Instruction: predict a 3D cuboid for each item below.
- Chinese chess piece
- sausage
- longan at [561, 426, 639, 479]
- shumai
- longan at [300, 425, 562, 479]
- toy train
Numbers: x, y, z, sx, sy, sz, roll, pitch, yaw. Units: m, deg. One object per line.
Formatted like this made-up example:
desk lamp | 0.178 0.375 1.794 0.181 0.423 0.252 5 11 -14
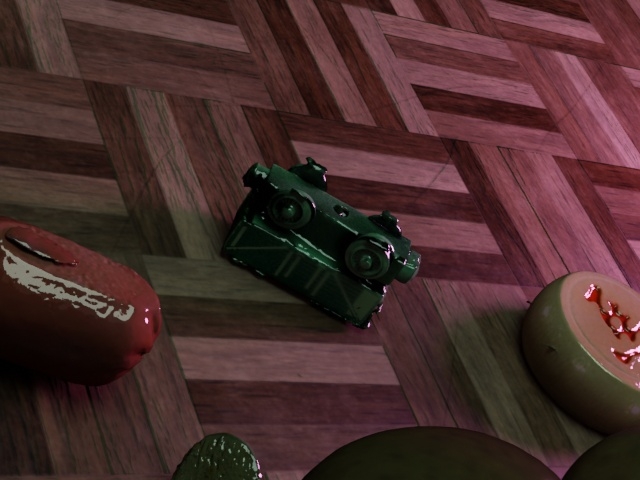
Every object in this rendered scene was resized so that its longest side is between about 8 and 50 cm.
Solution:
Chinese chess piece | 0.427 0.167 2.067 0.273 0.102 0.273 22 38 -18
sausage | -0.315 0.064 1.535 0.279 0.152 0.152 24 37 -15
longan | 0.425 0.380 1.719 0.300 0.300 0.243 48 -4 17
shumai | -0.109 0.278 1.532 0.099 0.124 0.087 24 -8 16
longan | 0.116 0.358 1.422 0.361 0.361 0.361 22 38 -18
toy train | 0.000 0.000 1.862 0.269 0.154 0.115 29 35 -10
